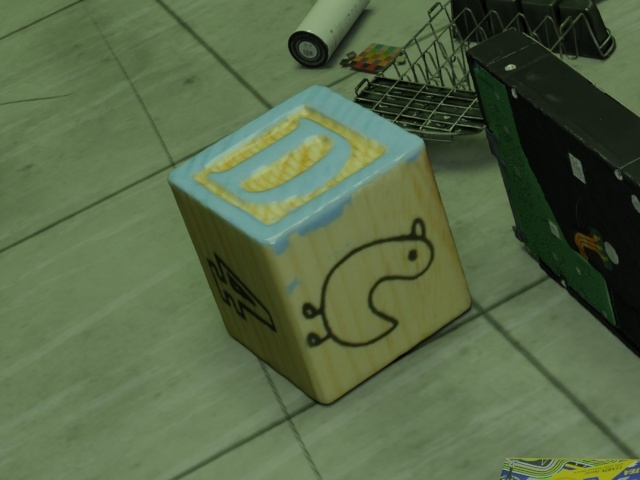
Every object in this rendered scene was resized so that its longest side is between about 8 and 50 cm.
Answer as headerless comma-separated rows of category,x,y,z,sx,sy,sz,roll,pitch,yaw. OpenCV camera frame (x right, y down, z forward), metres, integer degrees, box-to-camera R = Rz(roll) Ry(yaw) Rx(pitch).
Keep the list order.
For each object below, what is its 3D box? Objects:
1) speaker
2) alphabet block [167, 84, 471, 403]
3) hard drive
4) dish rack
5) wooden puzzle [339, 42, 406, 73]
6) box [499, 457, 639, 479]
speaker,0.013,-0.268,2.260,0.055,0.055,0.136,3,41,29
alphabet block,0.000,0.000,1.770,0.192,0.197,0.193,-32,36,-17
hard drive,0.253,-0.024,1.645,0.064,0.237,0.339,-27,34,-12
dish rack,0.172,-0.186,2.058,0.208,0.074,0.271,12,47,39
wooden puzzle,0.065,-0.214,2.202,0.083,0.006,0.049,16,47,40
box,0.227,0.212,1.491,0.168,0.054,0.059,-2,38,23
